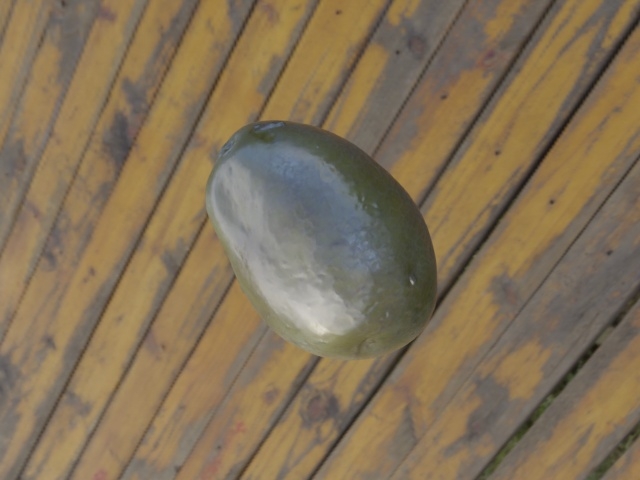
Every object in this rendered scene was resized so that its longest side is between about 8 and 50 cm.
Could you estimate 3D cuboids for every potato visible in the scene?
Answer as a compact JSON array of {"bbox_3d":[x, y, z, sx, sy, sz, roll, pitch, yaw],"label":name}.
[{"bbox_3d":[0.000,0.000,0.853,0.235,0.160,0.178,48,115,0],"label":"potato"}]
